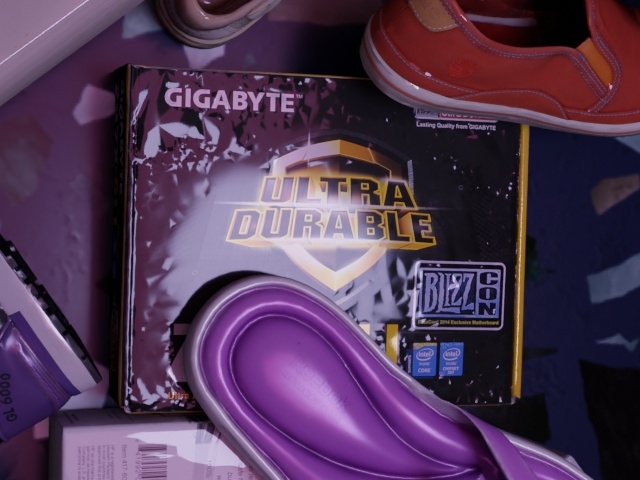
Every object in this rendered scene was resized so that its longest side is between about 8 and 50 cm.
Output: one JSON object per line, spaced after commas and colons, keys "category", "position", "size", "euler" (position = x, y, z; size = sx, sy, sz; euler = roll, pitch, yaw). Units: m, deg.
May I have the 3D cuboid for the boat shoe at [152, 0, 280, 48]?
{"category": "boat shoe", "position": [-0.003, -0.266, 0.994], "size": [0.302, 0.098, 0.109], "euler": [-46, 104, -11]}

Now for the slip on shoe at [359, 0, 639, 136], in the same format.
{"category": "slip on shoe", "position": [0.191, -0.153, 0.999], "size": [0.331, 0.101, 0.123], "euler": [1, 55, -29]}

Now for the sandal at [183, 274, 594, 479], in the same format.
{"category": "sandal", "position": [0.077, 0.183, 0.925], "size": [0.416, 0.102, 0.169], "euler": [35, 79, -5]}

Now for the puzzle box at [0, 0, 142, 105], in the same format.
{"category": "puzzle box", "position": [-0.238, -0.237, 0.887], "size": [0.409, 0.052, 0.272], "euler": [-39, 76, -12]}

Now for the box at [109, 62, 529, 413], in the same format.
{"category": "box", "position": [0.000, 0.000, 1.018], "size": [0.322, 0.079, 0.257], "euler": [2, 93, -18]}

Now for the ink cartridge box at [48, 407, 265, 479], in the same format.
{"category": "ink cartridge box", "position": [-0.098, 0.202, 0.988], "size": [0.203, 0.086, 0.148], "euler": [1, 92, -19]}

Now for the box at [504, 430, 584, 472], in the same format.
{"category": "box", "position": [0.160, 0.285, 1.057], "size": [0.181, 0.119, 0.182], "euler": [-40, 103, -13]}

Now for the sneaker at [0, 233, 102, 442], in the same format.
{"category": "sneaker", "position": [-0.282, 0.021, 0.917], "size": [0.124, 0.107, 0.283], "euler": [-35, 102, -7]}
